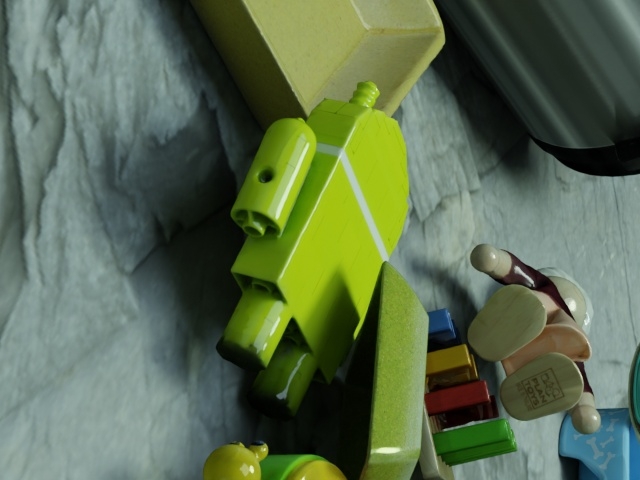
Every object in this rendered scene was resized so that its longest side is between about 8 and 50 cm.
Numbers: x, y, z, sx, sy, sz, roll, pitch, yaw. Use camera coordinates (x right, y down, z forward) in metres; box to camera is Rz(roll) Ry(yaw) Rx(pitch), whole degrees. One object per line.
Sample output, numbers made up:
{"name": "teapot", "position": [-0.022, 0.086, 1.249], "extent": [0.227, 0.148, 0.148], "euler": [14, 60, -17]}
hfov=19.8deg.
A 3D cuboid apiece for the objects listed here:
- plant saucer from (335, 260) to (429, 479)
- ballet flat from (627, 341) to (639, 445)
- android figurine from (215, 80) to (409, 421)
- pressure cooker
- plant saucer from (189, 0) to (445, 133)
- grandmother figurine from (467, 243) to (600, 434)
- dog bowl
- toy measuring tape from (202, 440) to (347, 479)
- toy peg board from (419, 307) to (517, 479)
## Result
{"name": "plant saucer", "position": [0.049, 0.144, 1.459], "extent": [0.188, 0.045, 0.188], "euler": [105, -7, -52]}
{"name": "ballet flat", "position": [0.367, 0.211, 1.903], "extent": [0.086, 0.086, 0.248], "euler": [36, 45, -45]}
{"name": "android figurine", "position": [0.000, 0.000, 1.465], "extent": [0.273, 0.056, 0.248], "euler": [-66, 154, -24]}
{"name": "pressure cooker", "position": [0.329, -0.279, 1.984], "extent": [0.370, 0.375, 0.420], "euler": [-48, 122, -14]}
{"name": "plant saucer", "position": [-0.034, -0.252, 1.642], "extent": [0.332, 0.081, 0.333], "euler": [60, 31, -16]}
{"name": "grandmother figurine", "position": [0.216, 0.089, 1.761], "extent": [0.342, 0.104, 0.207], "euler": [-37, 107, -77]}
{"name": "dog bowl", "position": [0.318, 0.302, 1.905], "extent": [0.166, 0.074, 0.297], "euler": [46, 38, -37]}
{"name": "toy measuring tape", "position": [0.003, 0.257, 1.377], "extent": [0.330, 0.121, 0.121], "euler": [59, 30, -34]}
{"name": "toy peg board", "position": [0.119, 0.129, 1.613], "extent": [0.161, 0.079, 0.160], "euler": [53, 24, -75]}
